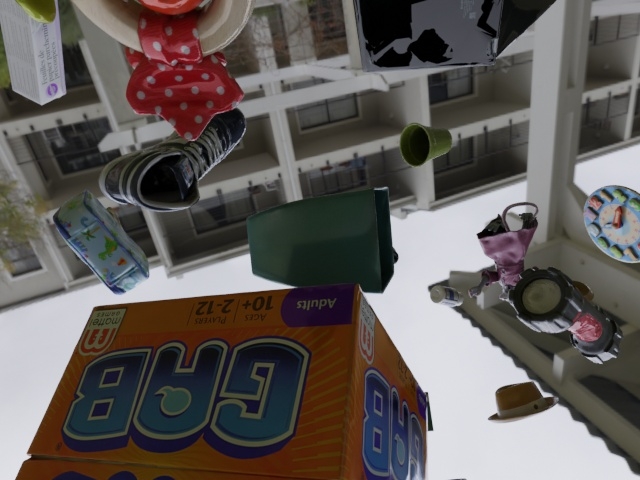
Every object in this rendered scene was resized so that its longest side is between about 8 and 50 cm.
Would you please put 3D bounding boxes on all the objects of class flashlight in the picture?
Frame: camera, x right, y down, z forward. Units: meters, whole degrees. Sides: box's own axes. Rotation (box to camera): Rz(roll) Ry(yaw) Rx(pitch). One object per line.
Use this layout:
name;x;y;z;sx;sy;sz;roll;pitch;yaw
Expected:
flashlight;0.444;0.145;0.783;0.103;0.304;0.103;-41;-141;22

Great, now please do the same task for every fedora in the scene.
fedora;0.530;0.426;1.195;0.194;0.079;0.194;-17;163;-5

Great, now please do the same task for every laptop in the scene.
laptop;0.265;-0.542;0.792;0.407;0.382;0.236;1;-126;15

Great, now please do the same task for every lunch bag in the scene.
lunch bag;-0.464;0.004;0.959;0.090;0.219;0.176;-35;-151;-9

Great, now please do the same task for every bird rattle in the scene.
bird rattle;-0.145;-0.205;0.371;0.206;0.253;0.143;-19;-134;34

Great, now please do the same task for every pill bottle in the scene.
pill bottle;0.457;0.202;1.603;0.120;0.067;0.067;14;-168;-33

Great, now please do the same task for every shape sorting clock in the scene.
shape sorting clock;0.749;-0.040;1.116;0.040;0.206;0.206;-19;-152;-11

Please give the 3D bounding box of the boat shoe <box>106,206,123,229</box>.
boat shoe;-0.583;-0.012;1.272;0.068;0.190;0.072;4;-138;-8

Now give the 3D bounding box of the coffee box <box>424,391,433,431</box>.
coffee box;0.266;0.530;1.368;0.040;0.113;0.184;10;155;-27

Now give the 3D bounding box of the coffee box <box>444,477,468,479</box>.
coffee box;0.374;0.814;1.168;0.118;0.297;0.168;9;177;-22

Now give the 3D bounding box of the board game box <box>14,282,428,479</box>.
board game box;-0.082;0.302;0.526;0.356;0.356;0.356;-8;-128;22

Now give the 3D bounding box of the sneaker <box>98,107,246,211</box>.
sneaker;-0.206;-0.139;0.729;0.282;0.099;0.153;-39;-146;-27

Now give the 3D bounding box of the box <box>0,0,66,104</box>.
box;-0.475;-0.381;0.723;0.067;0.324;0.063;27;-136;2

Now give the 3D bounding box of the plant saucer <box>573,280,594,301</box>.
plant saucer;0.609;0.120;1.069;0.083;0.015;0.083;-8;-148;5

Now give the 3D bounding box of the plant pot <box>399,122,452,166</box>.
plant pot;0.211;-0.189;0.863;0.079;0.083;0.083;-15;-155;-30

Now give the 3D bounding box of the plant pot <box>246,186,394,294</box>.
plant pot;0.000;0.000;0.789;0.234;0.166;0.165;-4;-174;17

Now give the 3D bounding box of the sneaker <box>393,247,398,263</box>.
sneaker;0.080;0.014;0.913;0.178;0.072;0.077;7;-179;-8

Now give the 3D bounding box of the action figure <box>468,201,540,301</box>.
action figure;0.697;0.076;1.680;0.248;0.370;0.276;0;-147;28
